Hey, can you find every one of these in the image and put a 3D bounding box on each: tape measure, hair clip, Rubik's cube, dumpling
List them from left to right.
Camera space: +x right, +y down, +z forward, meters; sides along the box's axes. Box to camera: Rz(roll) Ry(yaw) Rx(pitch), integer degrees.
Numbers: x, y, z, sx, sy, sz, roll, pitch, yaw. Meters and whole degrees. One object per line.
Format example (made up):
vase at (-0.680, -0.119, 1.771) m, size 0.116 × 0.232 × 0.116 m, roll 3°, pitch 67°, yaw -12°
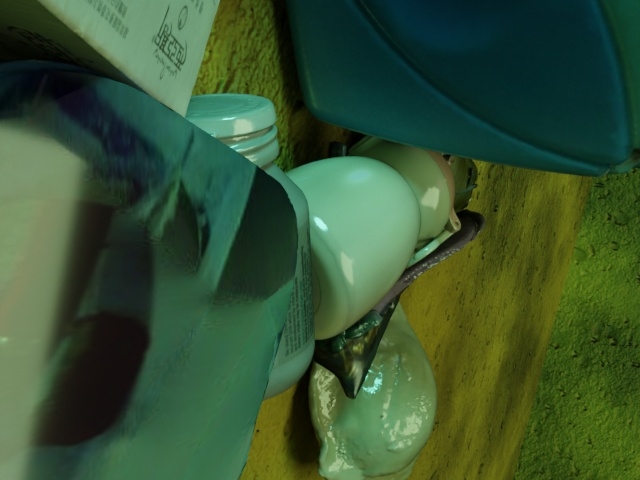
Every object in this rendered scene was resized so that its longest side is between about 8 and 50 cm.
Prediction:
tape measure at (-0.159, 0.044, 0.413) m, size 0.262 × 0.138 × 0.259 m, roll 37°, pitch 64°, yaw -45°
dumpling at (0.054, 0.191, 0.986) m, size 0.179 × 0.131 × 0.252 m, roll -2°, pitch 96°, yaw -38°
hair clip at (0.084, 0.048, 0.958) m, size 0.359 × 0.095 × 0.110 m, roll -47°, pitch 175°, yaw -46°
Rubik's cube at (0.184, -0.292, 0.744) m, size 0.347 × 0.351 × 0.352 m, roll -46°, pitch 138°, yaw -45°

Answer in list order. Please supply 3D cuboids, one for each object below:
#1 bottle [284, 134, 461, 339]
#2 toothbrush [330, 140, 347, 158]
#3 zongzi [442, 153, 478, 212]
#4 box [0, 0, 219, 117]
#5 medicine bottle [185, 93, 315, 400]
bottle at (0.041, -0.024, 0.777) m, size 0.236 × 0.147 × 0.148 m, roll -35°, pitch 133°, yaw -38°
toothbrush at (0.000, 0.000, 0.898) m, size 0.019 × 0.016 × 0.220 m, roll 3°, pitch 101°, yaw -54°
zongzi at (0.100, -0.026, 0.981) m, size 0.256 × 0.115 × 0.228 m, roll -66°, pitch 155°, yaw -5°
box at (-0.113, -0.185, 0.389) m, size 0.260 × 0.111 × 0.195 m, roll 67°, pitch 40°, yaw -86°
medicine bottle at (-0.074, 0.003, 0.618) m, size 0.135 × 0.135 × 0.216 m, roll -34°, pitch 128°, yaw -53°
